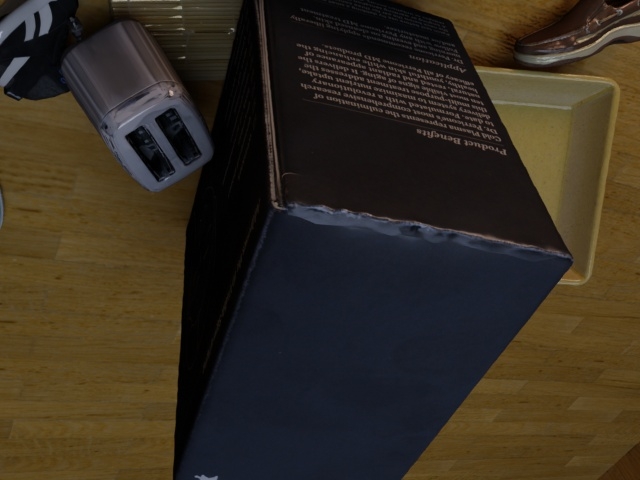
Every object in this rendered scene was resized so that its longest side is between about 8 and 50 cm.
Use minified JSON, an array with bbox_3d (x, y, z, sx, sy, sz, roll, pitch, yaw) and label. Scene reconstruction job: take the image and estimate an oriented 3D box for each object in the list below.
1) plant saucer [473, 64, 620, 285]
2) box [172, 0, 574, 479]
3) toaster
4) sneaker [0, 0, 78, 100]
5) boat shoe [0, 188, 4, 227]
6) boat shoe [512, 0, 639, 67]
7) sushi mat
[{"bbox_3d":[0.286,-0.105,1.099,0.333,0.081,0.332,4,100,-4],"label":"plant saucer"},{"bbox_3d":[0.000,0.000,0.869,0.297,0.471,0.480,10,132,-15],"label":"box"},{"bbox_3d":[-0.224,-0.167,0.851,0.129,0.146,0.227,-33,154,-8],"label":"toaster"},{"bbox_3d":[-0.323,-0.256,0.837,0.217,0.079,0.121,-31,139,19],"label":"sneaker"},{"bbox_3d":[-0.510,-0.092,0.897,0.114,0.091,0.302,-16,135,-7],"label":"boat shoe"},{"bbox_3d":[0.411,-0.343,1.042,0.257,0.095,0.095,-20,122,-12],"label":"boat shoe"},{"bbox_3d":[-0.122,-0.284,0.923,0.317,0.019,0.151,-6,134,-17],"label":"sushi mat"}]
